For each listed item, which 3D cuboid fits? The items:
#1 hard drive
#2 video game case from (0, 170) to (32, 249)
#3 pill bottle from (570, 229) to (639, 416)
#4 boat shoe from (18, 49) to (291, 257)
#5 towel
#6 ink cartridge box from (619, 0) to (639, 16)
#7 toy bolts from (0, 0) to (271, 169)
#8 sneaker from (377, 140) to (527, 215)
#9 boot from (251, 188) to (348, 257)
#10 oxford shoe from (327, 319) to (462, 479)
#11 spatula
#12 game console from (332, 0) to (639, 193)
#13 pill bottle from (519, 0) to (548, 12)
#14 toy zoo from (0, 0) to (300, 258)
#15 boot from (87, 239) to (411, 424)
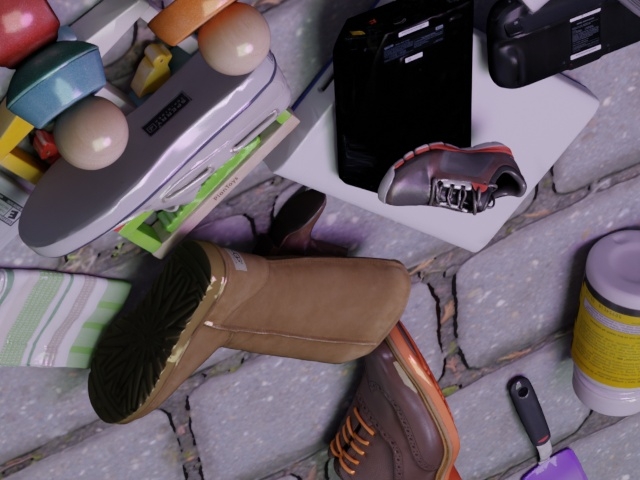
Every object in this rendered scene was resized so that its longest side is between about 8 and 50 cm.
[{"bbox_3d":[0.115,-0.112,1.905,0.319,0.040,0.210,20,115,-46],"label":"hard drive"},{"bbox_3d":[-0.359,-0.014,1.667,0.173,0.022,0.190,-43,142,8],"label":"video game case"},{"bbox_3d":[0.353,0.100,2.233,0.119,0.119,0.208,-18,137,-22],"label":"pill bottle"},{"bbox_3d":[-0.139,-0.069,1.674,0.267,0.096,0.088,-43,137,-6],"label":"boat shoe"},{"bbox_3d":[-0.261,0.078,1.829,0.152,0.023,0.113,7,125,-41],"label":"towel"},{"bbox_3d":[0.433,-0.369,1.678,0.091,0.308,0.385,35,81,-11],"label":"ink cartridge box"},{"bbox_3d":[-0.152,-0.162,1.507,0.228,0.158,0.218,-34,-176,4],"label":"toy bolts"},{"bbox_3d":[0.130,-0.054,1.824,0.158,0.065,0.061,-13,137,-28],"label":"sneaker"},{"bbox_3d":[0.000,0.000,1.935,0.106,0.037,0.114,-43,140,22],"label":"boot"},{"bbox_3d":[0.076,0.220,2.144,0.133,0.130,0.363,-21,138,-7],"label":"oxford shoe"},{"bbox_3d":[0.276,0.255,2.400,0.084,0.030,0.296,-32,141,-7],"label":"spatula"},{"bbox_3d":[0.177,-0.173,1.825,0.361,0.044,0.213,-22,140,-17],"label":"game console"},{"bbox_3d":[0.257,-0.374,1.615,0.363,0.210,0.210,-43,141,7],"label":"pill bottle"},{"bbox_3d":[-0.169,-0.108,1.706,0.192,0.030,0.293,-45,140,10],"label":"toy zoo"},{"bbox_3d":[-0.067,0.101,1.913,0.269,0.089,0.236,8,133,-45],"label":"boot"}]
